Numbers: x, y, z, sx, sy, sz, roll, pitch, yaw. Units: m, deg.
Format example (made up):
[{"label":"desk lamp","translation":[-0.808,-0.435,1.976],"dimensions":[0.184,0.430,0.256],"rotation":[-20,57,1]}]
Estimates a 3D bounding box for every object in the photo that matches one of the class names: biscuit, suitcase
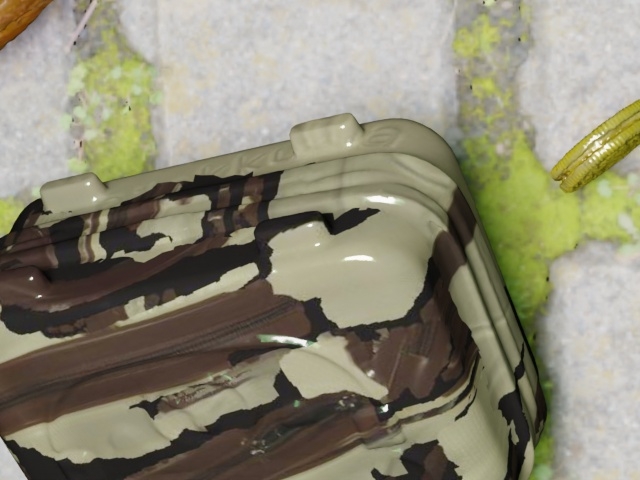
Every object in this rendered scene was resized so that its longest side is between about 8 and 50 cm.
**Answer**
[{"label":"biscuit","translation":[0.191,-0.063,1.172],"dimensions":[0.084,0.084,0.023],"rotation":[-39,82,13]},{"label":"suitcase","translation":[-0.033,0.098,1.167],"dimensions":[0.351,0.194,0.339],"rotation":[-11,124,22]}]

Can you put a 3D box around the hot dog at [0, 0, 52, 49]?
[{"label":"hot dog","translation":[-0.270,-0.297,1.214],"dimensions":[0.267,0.174,0.388],"rotation":[31,117,21]}]
